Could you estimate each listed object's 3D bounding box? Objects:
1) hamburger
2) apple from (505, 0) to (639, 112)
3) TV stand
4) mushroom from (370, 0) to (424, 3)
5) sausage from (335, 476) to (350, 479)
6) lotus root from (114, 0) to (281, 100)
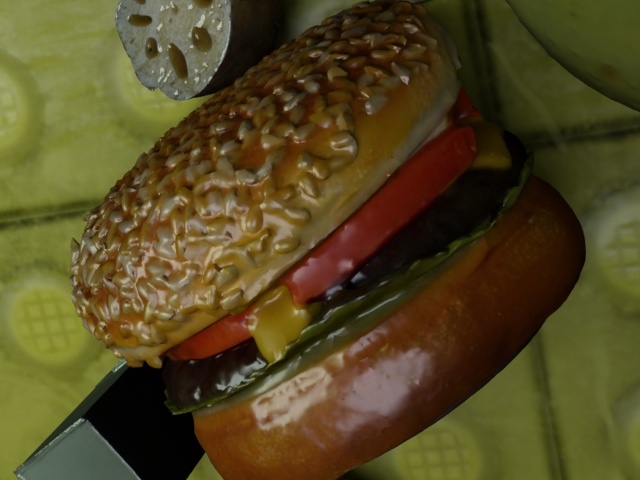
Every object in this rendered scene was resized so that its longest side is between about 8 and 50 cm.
[{"bbox_3d":[0.000,0.000,0.944,0.330,0.330,0.250,-32,97,22],"label":"hamburger"},{"bbox_3d":[0.266,-0.233,0.788,0.312,0.360,0.320,24,76,32],"label":"apple"},{"bbox_3d":[-0.121,0.122,1.047,0.083,0.269,0.088,-40,96,24],"label":"TV stand"},{"bbox_3d":[0.074,-0.186,1.025,0.286,0.026,0.028,-29,83,24],"label":"mushroom"},{"bbox_3d":[0.024,0.256,1.152,0.238,0.098,0.098,32,114,1],"label":"sausage"},{"bbox_3d":[-0.085,-0.166,1.023,0.112,0.081,0.122,43,118,34],"label":"lotus root"}]
